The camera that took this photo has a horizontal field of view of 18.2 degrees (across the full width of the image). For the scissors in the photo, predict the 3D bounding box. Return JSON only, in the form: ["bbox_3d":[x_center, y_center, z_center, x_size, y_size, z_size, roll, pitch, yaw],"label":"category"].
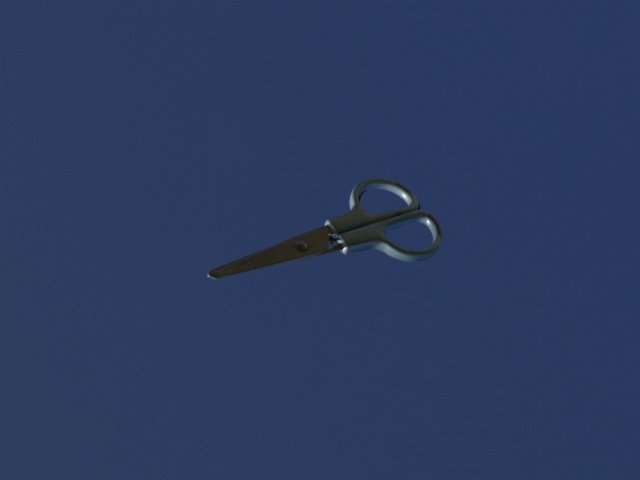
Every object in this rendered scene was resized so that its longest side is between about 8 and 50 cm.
[{"bbox_3d":[0.000,0.000,0.622,0.083,0.006,0.036,-16,-126,-31],"label":"scissors"}]
